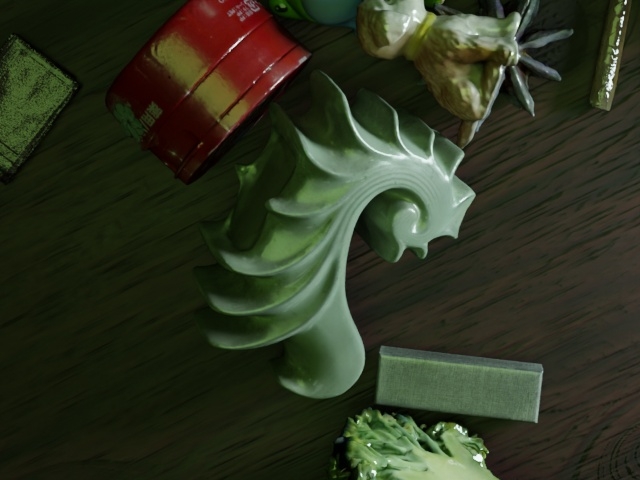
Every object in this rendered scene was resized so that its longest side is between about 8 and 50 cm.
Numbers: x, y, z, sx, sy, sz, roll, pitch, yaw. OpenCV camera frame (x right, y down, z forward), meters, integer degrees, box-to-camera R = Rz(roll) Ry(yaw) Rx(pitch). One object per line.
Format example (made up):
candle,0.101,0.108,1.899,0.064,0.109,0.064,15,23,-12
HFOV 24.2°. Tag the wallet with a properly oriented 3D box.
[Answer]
wallet,-0.392,-0.166,1.886,0.111,0.030,0.166,38,98,1

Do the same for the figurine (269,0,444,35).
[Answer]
figurine,0.066,-0.332,1.772,0.263,0.143,0.162,-10,129,-10

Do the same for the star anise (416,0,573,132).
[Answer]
star anise,0.208,-0.232,1.803,0.180,0.061,0.205,3,102,-7

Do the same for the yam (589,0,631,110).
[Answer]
yam,0.351,-0.230,1.806,0.032,0.032,0.145,11,97,4

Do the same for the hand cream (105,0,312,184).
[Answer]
hand cream,-0.133,-0.191,1.763,0.230,0.230,0.149,-43,91,8

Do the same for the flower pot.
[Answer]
flower pot,0.000,0.000,1.771,0.254,0.164,0.367,26,103,-30

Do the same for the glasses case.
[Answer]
glasses case,0.172,0.178,1.862,0.205,0.047,0.071,6,101,5

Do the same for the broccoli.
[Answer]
broccoli,0.123,0.341,1.809,0.273,0.242,0.180,26,120,9

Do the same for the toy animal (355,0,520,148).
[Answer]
toy animal,0.117,-0.201,1.732,0.185,0.104,0.184,15,128,-8
